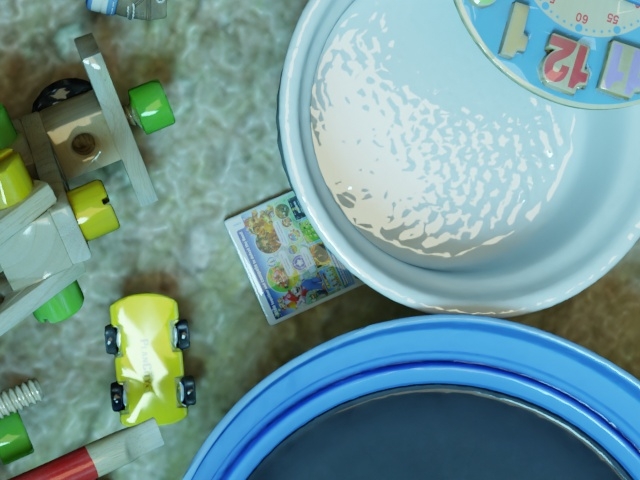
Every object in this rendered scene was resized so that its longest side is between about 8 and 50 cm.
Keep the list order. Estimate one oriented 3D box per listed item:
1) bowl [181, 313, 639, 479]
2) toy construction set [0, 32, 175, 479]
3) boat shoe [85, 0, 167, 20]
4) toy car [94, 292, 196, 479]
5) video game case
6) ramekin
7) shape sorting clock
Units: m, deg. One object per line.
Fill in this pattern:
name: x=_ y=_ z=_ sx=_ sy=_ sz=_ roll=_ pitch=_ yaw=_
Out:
bowl: x=0.086 y=0.242 z=0.953 sx=0.391 sy=0.077 sz=0.391 roll=2 pitch=70 yaw=-5
toy construction set: x=-0.181 y=0.004 z=1.000 sx=0.237 sy=0.257 sz=0.308 roll=-22 pitch=96 yaw=-14
boat shoe: x=-0.115 y=-0.246 z=1.072 sx=0.066 sy=0.066 sz=0.183 roll=14 pitch=103 yaw=-13
toy car: x=-0.102 y=0.179 z=1.114 sx=0.225 sy=0.053 sz=0.239 roll=28 pitch=92 yaw=-9
video game case: x=0.000 y=0.000 z=1.130 sx=0.122 sy=0.011 sz=0.087 roll=-24 pitch=98 yaw=-5
ramekin: x=0.099 y=-0.088 z=1.064 sx=0.277 sy=0.135 sz=0.277 roll=-1 pitch=93 yaw=-10
shape sorting clock: x=0.182 y=-0.188 z=0.985 sx=0.206 sy=0.040 sz=0.206 roll=-1 pitch=93 yaw=-11
